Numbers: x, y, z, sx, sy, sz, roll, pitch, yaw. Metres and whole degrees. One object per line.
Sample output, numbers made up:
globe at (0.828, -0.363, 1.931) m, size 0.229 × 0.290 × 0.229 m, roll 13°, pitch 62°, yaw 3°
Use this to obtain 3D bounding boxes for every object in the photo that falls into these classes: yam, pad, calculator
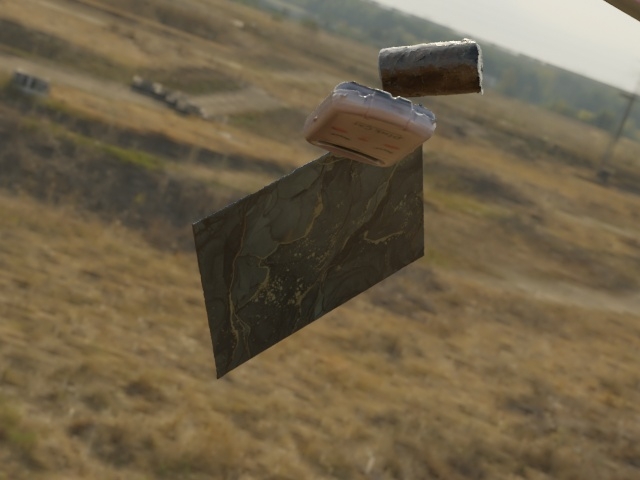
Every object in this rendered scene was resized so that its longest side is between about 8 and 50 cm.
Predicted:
yam at (0.155, -0.234, 1.801) m, size 0.141 × 0.079 × 0.079 m, roll -4°, pitch 2°, yaw 16°
pad at (0.000, 0.000, 1.662) m, size 0.367 × 0.247 × 0.007 m, roll -29°, pitch 43°, yaw -30°
calculator at (0.043, -0.106, 1.223) m, size 0.100 × 0.032 × 0.175 m, roll 18°, pitch -12°, yaw -10°

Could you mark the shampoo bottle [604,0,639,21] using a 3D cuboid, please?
shampoo bottle at (0.269, -0.172, 0.909) m, size 0.227 × 0.086 × 0.056 m, roll 41°, pitch -20°, yaw 33°
